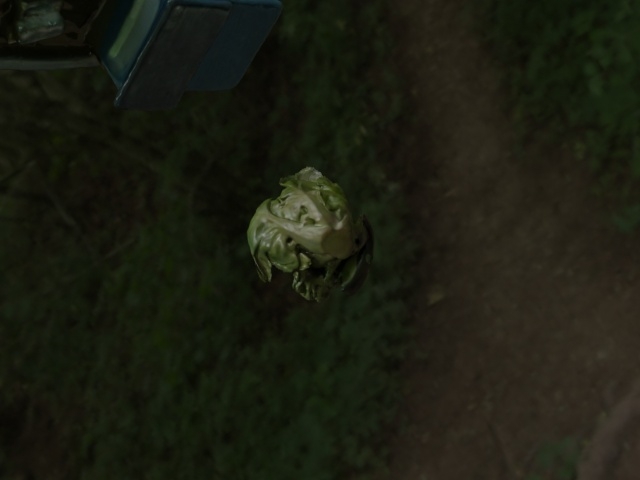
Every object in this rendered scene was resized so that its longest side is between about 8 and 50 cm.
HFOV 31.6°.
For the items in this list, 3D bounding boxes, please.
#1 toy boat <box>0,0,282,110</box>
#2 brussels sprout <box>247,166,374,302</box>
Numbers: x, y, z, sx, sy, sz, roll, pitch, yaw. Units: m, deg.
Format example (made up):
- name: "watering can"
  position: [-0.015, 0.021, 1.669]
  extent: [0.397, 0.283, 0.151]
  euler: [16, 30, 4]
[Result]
- name: "toy boat"
  position: [-0.082, -0.080, 0.366]
  extent: [0.172, 0.059, 0.069]
  euler: [-3, -40, -45]
- name: "brussels sprout"
  position: [0.000, 0.000, 0.723]
  extent: [0.085, 0.085, 0.058]
  euler: [-36, 27, -27]
